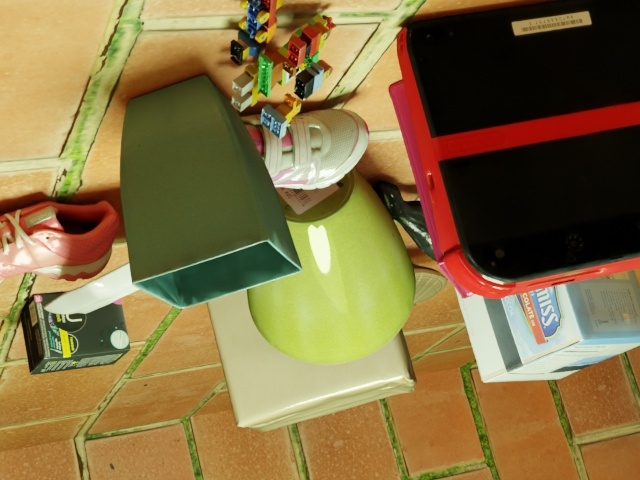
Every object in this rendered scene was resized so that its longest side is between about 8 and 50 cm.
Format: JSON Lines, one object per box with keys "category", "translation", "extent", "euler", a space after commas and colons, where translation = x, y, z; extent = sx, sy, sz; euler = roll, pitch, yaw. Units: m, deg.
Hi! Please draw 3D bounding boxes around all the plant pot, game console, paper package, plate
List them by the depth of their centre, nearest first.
{"category": "plant pot", "translation": [-0.145, -0.064, 1.361], "extent": [0.165, 0.234, 0.166], "euler": [-18, 164, 9]}
{"category": "game console", "translation": [0.305, -0.124, 1.373], "extent": [0.386, 0.342, 0.060], "euler": [-11, 170, -14]}
{"category": "plate", "translation": [-0.255, 0.039, 1.691], "extent": [0.277, 0.045, 0.278], "euler": [-29, -176, -28]}
{"category": "plant pot", "translation": [0.000, 0.000, 1.706], "extent": [0.274, 0.275, 0.293], "euler": [-14, 148, -1]}
{"category": "paper package", "translation": [-0.025, 0.138, 1.953], "extent": [0.309, 0.325, 0.168], "euler": [-17, 163, 5]}

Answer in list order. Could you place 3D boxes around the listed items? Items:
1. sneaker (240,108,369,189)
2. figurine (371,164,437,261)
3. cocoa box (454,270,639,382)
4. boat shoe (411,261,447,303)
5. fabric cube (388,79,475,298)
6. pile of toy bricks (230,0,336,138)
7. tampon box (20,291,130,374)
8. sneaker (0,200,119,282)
{"category": "sneaker", "translation": [-0.059, -0.116, 1.488], "extent": [0.252, 0.103, 0.111], "euler": [-16, 168, 2]}
{"category": "figurine", "translation": [0.193, -0.068, 1.850], "extent": [0.209, 0.092, 0.215], "euler": [27, 139, -33]}
{"category": "cocoa box", "translation": [0.385, 0.048, 1.972], "extent": [0.231, 0.347, 0.228], "euler": [3, 155, -42]}
{"category": "boat shoe", "translation": [0.136, 0.066, 2.264], "extent": [0.285, 0.092, 0.103], "euler": [2, 137, -39]}
{"category": "fabric cube", "translation": [0.261, -0.095, 1.568], "extent": [0.254, 0.258, 0.259], "euler": [-17, 163, 10]}
{"category": "pile of toy bricks", "translation": [-0.027, -0.210, 1.256], "extent": [0.105, 0.118, 0.212], "euler": [-43, 164, -24]}
{"category": "tampon box", "translation": [-0.439, 0.162, 2.030], "extent": [0.161, 0.120, 0.101], "euler": [-5, 161, -31]}
{"category": "sneaker", "translation": [-0.423, -0.007, 1.573], "extent": [0.313, 0.116, 0.136], "euler": [-11, 154, -37]}
